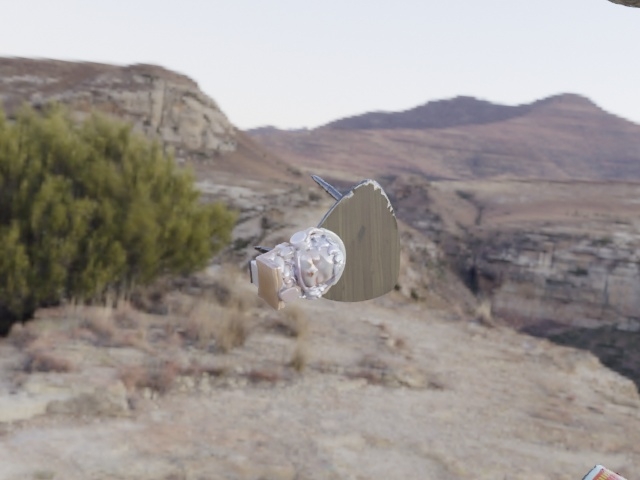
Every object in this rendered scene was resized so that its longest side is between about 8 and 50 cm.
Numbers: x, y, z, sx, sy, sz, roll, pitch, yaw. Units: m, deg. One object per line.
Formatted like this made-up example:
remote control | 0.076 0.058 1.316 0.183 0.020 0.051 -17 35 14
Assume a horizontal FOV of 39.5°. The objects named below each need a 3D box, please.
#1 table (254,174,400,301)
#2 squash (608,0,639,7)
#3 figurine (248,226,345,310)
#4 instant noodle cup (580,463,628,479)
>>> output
table | 0.000 0.000 2.246 0.317 0.317 0.249 5 10 -38
squash | 0.403 -0.414 1.087 0.252 0.252 0.165 6 9 -5
figurine | -0.032 0.057 1.928 0.237 0.162 0.141 -18 26 -37
instant noodle cup | 0.466 0.443 1.311 0.212 0.193 0.193 35 17 29
